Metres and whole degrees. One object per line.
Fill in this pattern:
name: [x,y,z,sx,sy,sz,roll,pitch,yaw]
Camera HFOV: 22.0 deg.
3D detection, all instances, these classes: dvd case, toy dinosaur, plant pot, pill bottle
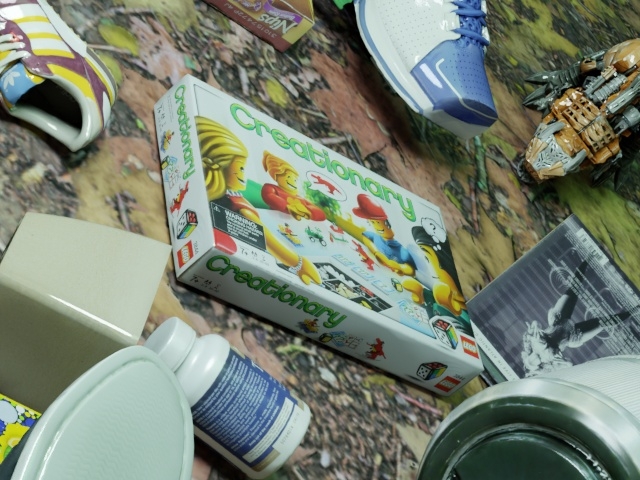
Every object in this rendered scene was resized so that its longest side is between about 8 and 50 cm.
dvd case: [0.231,0.088,1.560,0.164,0.018,0.221,51,50,4]
toy dinosaur: [0.350,-0.157,1.865,0.321,0.218,0.164,-17,82,-15]
plant pot: [-0.171,0.047,1.062,0.096,0.109,0.109,28,34,-10]
pill bottle: [-0.071,0.108,1.154,0.120,0.067,0.067,40,31,-18]

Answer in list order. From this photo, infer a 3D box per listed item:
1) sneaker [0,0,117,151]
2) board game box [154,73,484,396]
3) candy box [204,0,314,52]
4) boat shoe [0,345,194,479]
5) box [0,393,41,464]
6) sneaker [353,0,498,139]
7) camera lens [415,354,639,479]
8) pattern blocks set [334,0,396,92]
sneaker: [-0.230,-0.144,1.225,0.185,0.069,0.084,39,26,-16]
board game box: [0.000,0.000,1.389,0.305,0.053,0.193,26,37,-36]
candy box: [-0.066,-0.282,1.625,0.109,0.053,0.187,31,36,-32]
boat shoe: [-0.161,0.174,0.883,0.114,0.091,0.302,56,36,-20]
box: [-0.170,0.145,0.989,0.169,0.054,0.059,31,35,-29]
sneaker: [0.125,-0.276,1.640,0.127,0.182,0.316,20,44,-55]
camera lens: [0.219,0.205,1.282,0.274,0.219,0.219,-5,60,-55]
pattern blocks set: [0.065,-0.277,1.789,0.285,0.026,0.325,58,22,-3]
